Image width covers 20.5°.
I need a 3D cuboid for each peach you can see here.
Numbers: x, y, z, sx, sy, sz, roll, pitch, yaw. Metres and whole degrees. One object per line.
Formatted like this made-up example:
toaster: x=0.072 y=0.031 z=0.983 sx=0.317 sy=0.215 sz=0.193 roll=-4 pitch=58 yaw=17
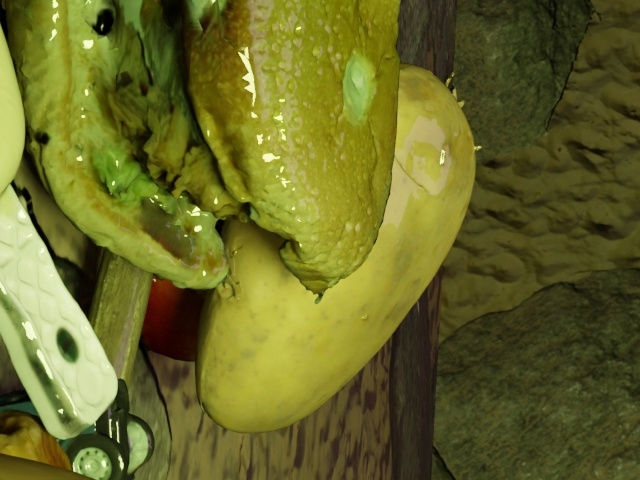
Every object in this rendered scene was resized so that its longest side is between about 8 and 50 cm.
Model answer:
peach: x=-0.072 y=0.000 z=1.148 sx=0.127 sy=0.092 sz=0.172 roll=-72 pitch=162 yaw=-51

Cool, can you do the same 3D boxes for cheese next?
cheese: x=-0.143 y=-0.029 z=0.704 sx=0.235 sy=0.049 sz=0.127 roll=64 pitch=26 yaw=-17

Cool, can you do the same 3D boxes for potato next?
potato: x=0.003 y=0.001 z=1.061 sx=0.161 sy=0.128 sz=0.235 roll=-8 pitch=123 yaw=-50

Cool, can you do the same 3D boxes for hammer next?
hammer: x=-0.111 y=0.029 z=1.006 sx=0.111 sy=0.043 sz=0.365 roll=30 pitch=60 yaw=-36

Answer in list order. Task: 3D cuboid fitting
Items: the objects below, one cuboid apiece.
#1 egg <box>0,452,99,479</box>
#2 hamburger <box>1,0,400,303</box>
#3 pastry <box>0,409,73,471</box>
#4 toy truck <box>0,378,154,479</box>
egg: x=-0.091 y=0.220 z=0.449 sx=0.374 sy=0.301 sz=0.301 roll=78 pitch=16 yaw=-45
hamburger: x=-0.067 y=-0.117 z=0.914 sx=0.192 sy=0.167 sz=0.288 roll=12 pitch=79 yaw=-57
pastry: x=-0.144 y=0.185 z=0.721 sx=0.218 sy=0.100 sz=0.229 roll=65 pitch=22 yaw=-73
toy truck: x=-0.124 y=0.171 z=0.868 sx=0.074 sy=0.088 sz=0.202 roll=-25 pitch=111 yaw=-79
